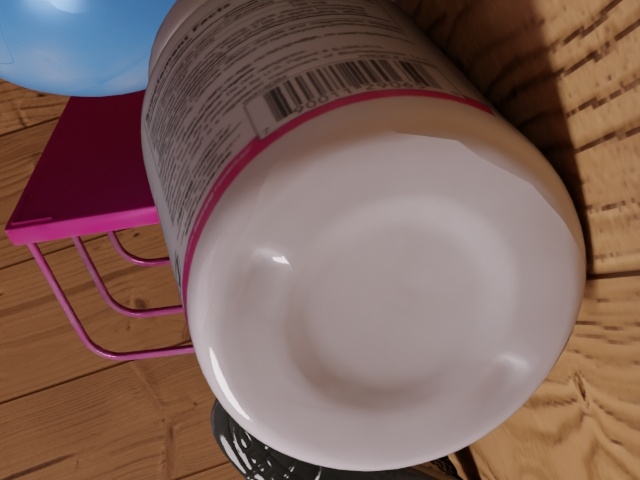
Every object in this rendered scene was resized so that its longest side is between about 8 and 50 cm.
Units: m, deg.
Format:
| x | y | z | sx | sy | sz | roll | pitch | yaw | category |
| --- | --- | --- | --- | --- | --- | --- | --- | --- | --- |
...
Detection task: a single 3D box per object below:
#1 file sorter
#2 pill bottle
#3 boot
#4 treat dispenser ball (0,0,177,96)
| x | y | z | sx | sy | sz | roll | pitch | yaw | category |
| --- | --- | --- | --- | --- | --- | --- | --- | --- | --- |
| -0.127 | -0.049 | 1.261 | 0.290 | 0.202 | 0.182 | -78 | -26 | -49 | file sorter |
| 0.000 | -0.034 | 0.632 | 0.283 | 0.160 | 0.160 | -116 | 9 | -61 | pill bottle |
| 0.013 | 0.147 | 1.056 | 0.236 | 0.085 | 0.178 | 29 | -166 | -17 | boot |
| -0.161 | -0.243 | 0.920 | 0.288 | 0.288 | 0.288 | 162 | 90 | -85 | treat dispenser ball |
